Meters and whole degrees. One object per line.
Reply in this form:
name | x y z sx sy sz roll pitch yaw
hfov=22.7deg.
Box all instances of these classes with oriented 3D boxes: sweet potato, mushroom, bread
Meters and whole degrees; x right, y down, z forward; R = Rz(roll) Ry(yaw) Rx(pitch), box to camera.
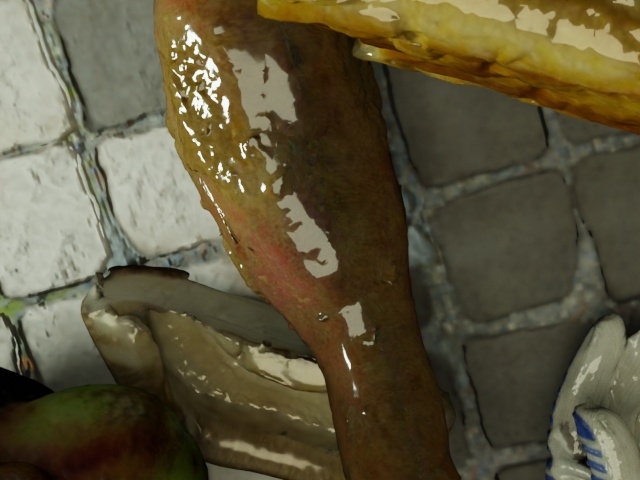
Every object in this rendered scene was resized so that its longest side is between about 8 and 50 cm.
sweet potato | 0.000 0.000 0.809 0.109 0.109 0.385 -19 91 13
mushroom | -0.033 0.083 0.878 0.210 0.072 0.094 17 107 0
bread | 0.136 -0.149 0.739 0.344 0.149 0.195 18 95 0

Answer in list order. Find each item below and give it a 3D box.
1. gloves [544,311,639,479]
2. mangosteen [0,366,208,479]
gloves | 0.173 0.152 0.856 0.097 0.119 0.229 -5 91 20
mangosteen | -0.199 0.185 0.825 0.288 0.288 0.288 2 110 6
